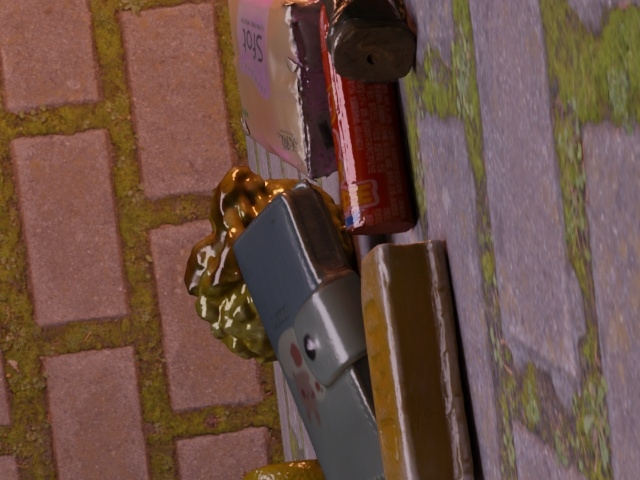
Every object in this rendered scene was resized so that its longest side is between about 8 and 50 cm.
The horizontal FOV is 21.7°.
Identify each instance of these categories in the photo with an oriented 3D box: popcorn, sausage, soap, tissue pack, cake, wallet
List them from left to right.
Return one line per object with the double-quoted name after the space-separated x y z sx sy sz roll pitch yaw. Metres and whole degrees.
-0.071 0.024 2.199 0.251 0.237 0.206 51 -164 -15 "popcorn"
-0.021 -0.201 1.951 0.256 0.123 0.215 -146 46 -67 "tissue pack"
-0.026 0.407 2.461 0.260 0.179 0.156 94 166 -65 "cake"
0.004 0.122 1.905 0.360 0.083 0.252 67 158 12 "wallet"
0.043 -0.143 1.693 0.074 0.074 0.274 128 135 -81 "sausage"
0.089 0.124 1.570 0.140 0.073 0.232 132 131 -76 "soap"

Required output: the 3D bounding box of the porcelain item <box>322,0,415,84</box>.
0.031 -0.243 1.620 0.216 0.081 0.069 -104 17 -45 "porcelain item"
